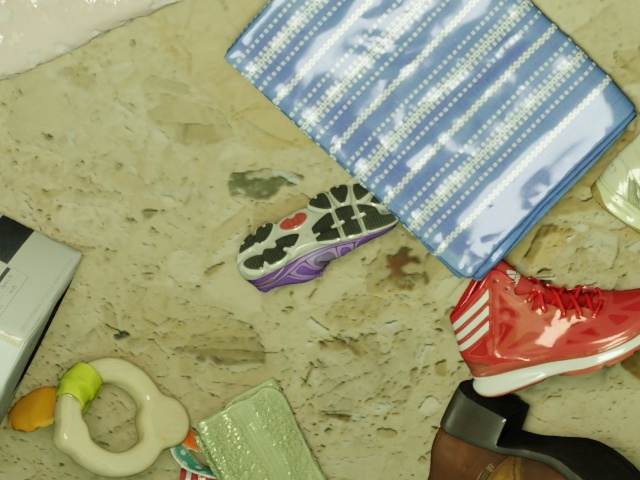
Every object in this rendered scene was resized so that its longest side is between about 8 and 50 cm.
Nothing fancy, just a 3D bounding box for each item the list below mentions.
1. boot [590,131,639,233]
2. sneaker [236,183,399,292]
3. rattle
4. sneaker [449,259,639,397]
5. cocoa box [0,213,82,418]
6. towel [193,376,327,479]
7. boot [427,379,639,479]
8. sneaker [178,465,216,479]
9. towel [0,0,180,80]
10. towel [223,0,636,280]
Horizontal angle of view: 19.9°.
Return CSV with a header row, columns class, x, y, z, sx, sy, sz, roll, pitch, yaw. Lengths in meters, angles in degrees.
class,x,y,z,sx,sy,sz,roll,pitch,yaw
boot,0.387,-0.054,1.727,0.213,0.077,0.165,31,110,-3
sneaker,0.000,0.000,1.810,0.170,0.068,0.071,-22,143,6
rattle,-0.207,0.209,1.909,0.199,0.130,0.143,17,136,-33
sneaker,0.229,0.064,1.787,0.221,0.087,0.128,-24,108,13
cocoa box,-0.428,0.139,1.812,0.228,0.231,0.347,27,111,-4
towel,-0.060,0.228,1.886,0.110,0.027,0.148,-32,106,-21
boot,0.195,0.321,1.842,0.264,0.096,0.280,27,113,23
sneaker,-0.128,0.294,1.940,0.067,0.042,0.118,2,104,1
towel,-0.260,-0.337,1.703,0.331,0.053,0.317,-22,108,15
towel,0.106,-0.147,1.727,0.336,0.040,0.243,42,101,-10
